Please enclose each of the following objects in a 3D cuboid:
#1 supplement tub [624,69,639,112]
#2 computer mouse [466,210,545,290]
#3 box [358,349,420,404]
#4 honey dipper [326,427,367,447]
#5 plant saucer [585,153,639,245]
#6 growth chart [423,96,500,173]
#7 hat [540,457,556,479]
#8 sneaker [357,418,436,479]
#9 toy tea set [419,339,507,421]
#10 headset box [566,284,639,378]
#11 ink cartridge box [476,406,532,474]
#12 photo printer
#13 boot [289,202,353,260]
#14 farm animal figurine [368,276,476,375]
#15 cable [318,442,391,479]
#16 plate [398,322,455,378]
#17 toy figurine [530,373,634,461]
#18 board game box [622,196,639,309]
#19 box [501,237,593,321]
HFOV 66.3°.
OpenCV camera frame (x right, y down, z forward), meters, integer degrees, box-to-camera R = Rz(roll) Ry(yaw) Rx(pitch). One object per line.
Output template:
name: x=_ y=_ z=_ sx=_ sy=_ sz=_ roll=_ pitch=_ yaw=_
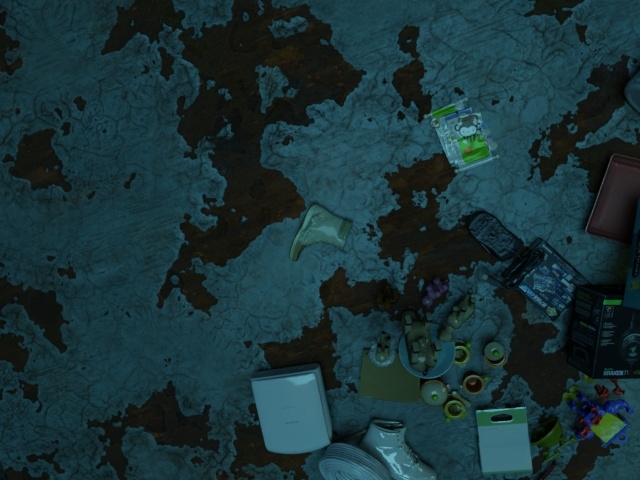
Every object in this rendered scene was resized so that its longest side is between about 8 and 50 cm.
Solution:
supplement tub: x=1.053 y=-0.500 z=1.384 sx=0.193 sy=0.193 sz=0.316 roll=41 pitch=101 yaw=0
computer mouse: x=0.561 y=0.039 z=1.577 sx=0.262 sy=0.060 sz=0.184 roll=37 pitch=94 yaw=11
box: x=0.236 y=0.460 z=1.663 sx=0.201 sy=0.021 sz=0.164 roll=3 pitch=63 yaw=12
honey dipper: x=0.098 y=0.719 z=1.769 sx=0.161 sy=0.030 sz=0.030 roll=-27 pitch=94 yaw=8
plant saucer: x=0.985 y=-0.115 z=1.525 sx=0.258 sy=0.048 sz=0.259 roll=15 pitch=101 yaw=4
growth chart: x=0.459 y=-0.337 z=1.570 sx=0.172 sy=0.021 sz=0.237 roll=-28 pitch=95 yaw=9
hat: x=0.754 y=0.904 z=1.718 sx=0.173 sy=0.183 sz=0.208 roll=55 pitch=144 yaw=8
sneaker: x=0.289 y=0.735 z=1.709 sx=0.292 sy=0.108 sz=0.169 roll=21 pitch=104 yaw=5
toy tea set: x=0.474 y=0.459 z=1.634 sx=0.200 sy=0.124 sz=0.336 roll=33 pitch=101 yaw=1
headset box: x=0.928 y=0.270 z=1.520 sx=0.246 sy=0.131 sz=0.283 roll=2 pitch=99 yaw=-9
ink cartridge box: x=0.626 y=0.680 z=1.686 sx=0.171 sy=0.056 sz=0.235 roll=-7 pitch=94 yaw=8
photo printer: x=-0.096 y=0.605 z=1.736 sx=0.256 sy=0.107 sz=0.307 roll=-10 pitch=97 yaw=8
boot: x=0.000 y=0.000 z=1.650 sx=0.165 sy=0.077 sz=0.213 roll=26 pitch=98 yaw=1
farm animal figurine: x=0.333 y=0.285 z=1.587 sx=0.330 sy=0.327 sz=0.172 roll=7 pitch=141 yaw=8
cable: x=0.121 y=0.802 z=1.689 sx=0.257 sy=0.089 sz=0.257 roll=22 pitch=137 yaw=15
plate: x=0.359 y=0.370 z=1.651 sx=0.188 sy=0.024 sz=0.188 roll=-7 pitch=64 yaw=16
toy figurine: x=0.894 y=0.614 z=1.582 sx=0.217 sy=0.191 sz=0.362 roll=37 pitch=102 yaw=-5
board game box: x=1.041 y=0.058 z=1.426 sx=0.254 sy=0.079 sz=0.336 roll=15 pitch=81 yaw=-7
box: x=0.733 y=0.127 z=1.590 sx=0.220 sy=0.051 sz=0.175 roll=41 pitch=101 yaw=-1
